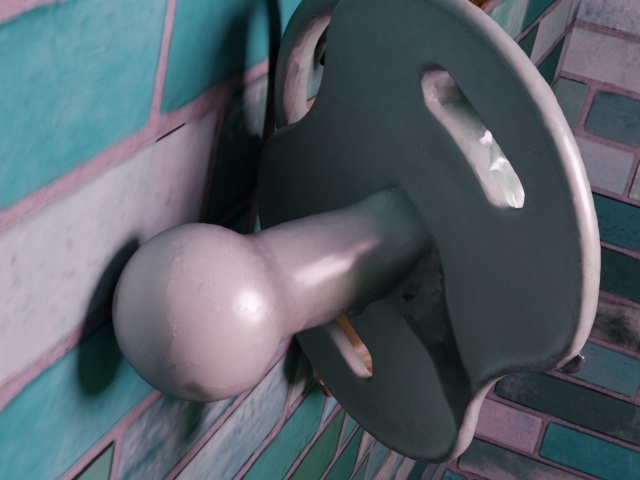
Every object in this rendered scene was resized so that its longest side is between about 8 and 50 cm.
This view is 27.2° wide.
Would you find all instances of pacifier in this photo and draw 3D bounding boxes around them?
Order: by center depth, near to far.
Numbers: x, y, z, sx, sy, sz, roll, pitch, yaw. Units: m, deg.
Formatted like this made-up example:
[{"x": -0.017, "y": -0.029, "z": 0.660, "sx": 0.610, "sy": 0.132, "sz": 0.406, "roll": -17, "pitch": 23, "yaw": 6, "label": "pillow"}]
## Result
[{"x": 0.000, "y": 0.000, "z": 0.762, "sx": 0.269, "sy": 0.288, "sz": 0.343, "roll": -19, "pitch": 157, "yaw": -32, "label": "pacifier"}]

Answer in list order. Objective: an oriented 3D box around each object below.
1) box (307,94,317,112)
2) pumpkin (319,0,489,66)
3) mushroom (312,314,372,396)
[{"x": -0.009, "y": -0.079, "z": 0.955, "sx": 0.083, "sy": 0.012, "sz": 0.046, "roll": -38, "pitch": 143, "yaw": -64, "label": "box"}, {"x": 0.065, "y": -0.239, "z": 0.842, "sx": 0.163, "sy": 0.111, "sz": 0.279, "roll": 3, "pitch": 107, "yaw": -71, "label": "pumpkin"}, {"x": 0.057, "y": 0.037, "z": 1.182, "sx": 0.236, "sy": 0.173, "sz": 0.162, "roll": -36, "pitch": -121, "yaw": 42, "label": "mushroom"}]
